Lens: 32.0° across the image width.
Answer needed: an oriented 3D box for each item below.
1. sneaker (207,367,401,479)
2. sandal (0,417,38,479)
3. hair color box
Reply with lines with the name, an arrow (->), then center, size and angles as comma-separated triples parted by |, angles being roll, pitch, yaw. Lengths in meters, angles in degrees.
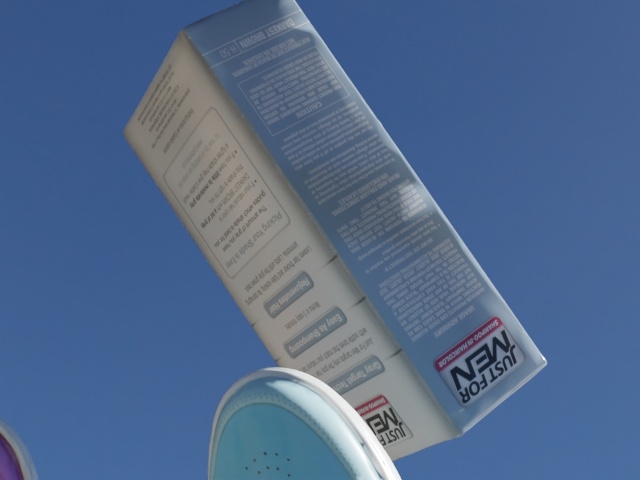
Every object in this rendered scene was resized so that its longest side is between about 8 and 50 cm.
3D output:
sneaker -> -0.007, 0.225, 0.590 | 0.127, 0.319, 0.208 | -16, -8, 9
sandal -> -0.370, 0.296, 0.819 | 0.169, 0.416, 0.102 | 47, 5, 12
hair color box -> 0.000, 0.000, 0.937 | 0.374, 0.113, 0.185 | 56, -32, 5
